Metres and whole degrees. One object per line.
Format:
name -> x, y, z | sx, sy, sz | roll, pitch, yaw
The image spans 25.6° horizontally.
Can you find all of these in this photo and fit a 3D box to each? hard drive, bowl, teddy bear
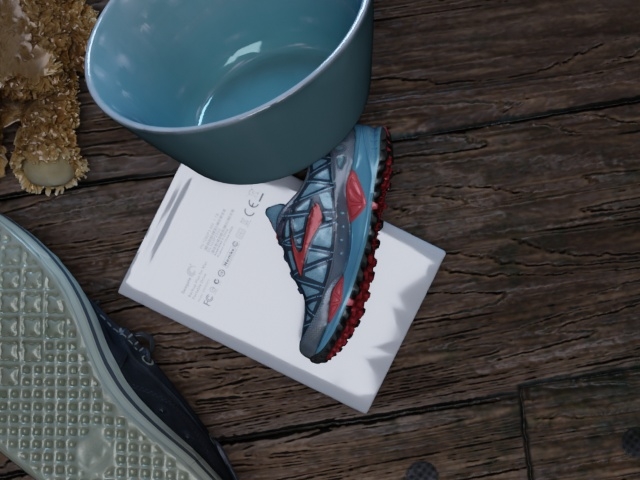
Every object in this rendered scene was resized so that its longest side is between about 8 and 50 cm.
hard drive -> -0.043, 0.035, 1.574 | 0.307, 0.040, 0.203 | 26, 91, -2
bowl -> -0.072, -0.179, 1.470 | 0.311, 0.163, 0.311 | -12, 50, 14
teddy bear -> -0.333, -0.212, 1.540 | 0.245, 0.113, 0.338 | -11, 99, 6

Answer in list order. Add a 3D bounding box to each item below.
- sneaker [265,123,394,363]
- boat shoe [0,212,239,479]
sneaker -> 0.000, 0.000, 1.519 | 0.125, 0.104, 0.262 | 11, 85, 13
boat shoe -> -0.257, 0.172, 1.521 | 0.187, 0.156, 0.500 | -44, 80, 5
